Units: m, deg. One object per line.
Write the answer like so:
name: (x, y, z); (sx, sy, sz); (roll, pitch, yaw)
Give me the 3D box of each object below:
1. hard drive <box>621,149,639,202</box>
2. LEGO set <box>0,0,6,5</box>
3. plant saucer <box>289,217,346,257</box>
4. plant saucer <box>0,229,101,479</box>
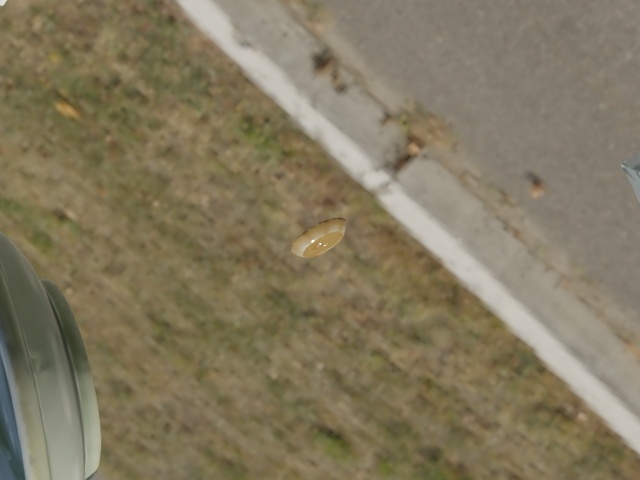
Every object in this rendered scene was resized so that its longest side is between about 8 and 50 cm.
hard drive: (0.493, -0.078, 1.439); (0.233, 0.353, 0.047); (58, 177, -24)
LEGO set: (-0.305, -0.346, 1.311); (0.182, 0.060, 0.244); (44, 124, -2)
plant saucer: (0.000, 0.000, 1.888); (0.015, 0.083, 0.083); (61, 167, 19)
plant saucer: (-0.301, 0.149, 1.468); (0.400, 0.101, 0.400); (39, 135, 54)
